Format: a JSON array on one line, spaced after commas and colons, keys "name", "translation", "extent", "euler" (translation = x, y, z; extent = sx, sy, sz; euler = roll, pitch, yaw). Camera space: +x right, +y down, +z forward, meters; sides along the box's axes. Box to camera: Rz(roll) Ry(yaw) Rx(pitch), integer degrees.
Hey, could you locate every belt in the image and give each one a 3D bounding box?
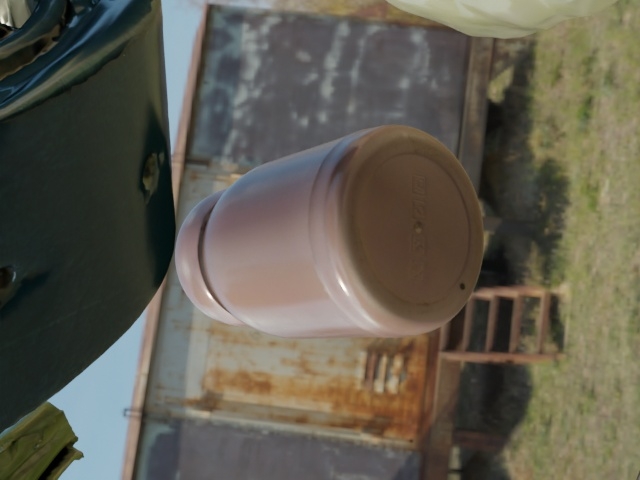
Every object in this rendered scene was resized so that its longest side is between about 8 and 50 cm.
[{"name": "belt", "translation": [-0.265, -0.016, 0.394], "extent": [0.437, 0.300, 0.173], "euler": [-25, -48, -39]}]

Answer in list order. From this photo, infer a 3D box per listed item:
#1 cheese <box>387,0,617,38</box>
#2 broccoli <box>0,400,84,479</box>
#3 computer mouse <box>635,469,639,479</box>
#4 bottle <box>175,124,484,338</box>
[{"name": "cheese", "translation": [0.125, -0.228, 0.347], "extent": [0.318, 0.115, 0.326], "euler": [-47, 22, 31]}, {"name": "broccoli", "translation": [-0.426, 0.287, 0.988], "extent": [0.302, 0.249, 0.375], "euler": [-79, -19, -59]}, {"name": "computer mouse", "translation": [0.158, 0.089, 0.317], "extent": [0.128, 0.079, 0.231], "euler": [-57, -18, -16]}, {"name": "bottle", "translation": [0.000, 0.000, 0.847], "extent": [0.206, 0.297, 0.173], "euler": [-34, -77, -36]}]
